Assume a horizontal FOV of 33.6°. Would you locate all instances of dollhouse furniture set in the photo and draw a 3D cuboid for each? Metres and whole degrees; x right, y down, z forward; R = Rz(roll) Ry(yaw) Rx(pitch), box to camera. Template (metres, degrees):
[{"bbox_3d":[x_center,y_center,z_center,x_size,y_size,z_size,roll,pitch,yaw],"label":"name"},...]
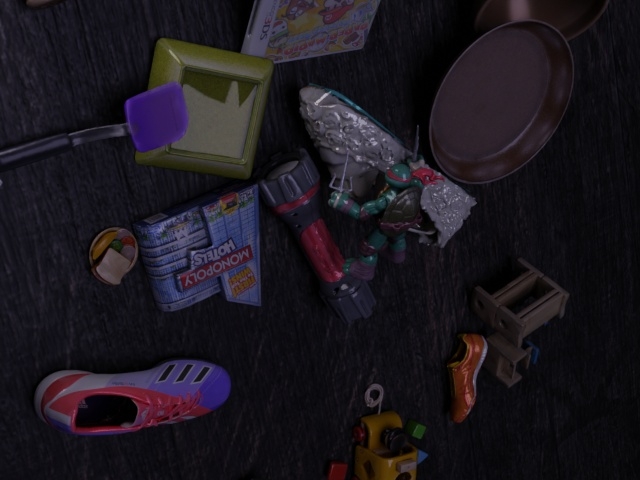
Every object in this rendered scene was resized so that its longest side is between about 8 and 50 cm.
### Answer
[{"bbox_3d":[0.369,0.156,2.030,0.129,0.129,0.184,-30,142,-27],"label":"dollhouse furniture set"}]

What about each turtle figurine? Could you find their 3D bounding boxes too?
[{"bbox_3d":[0.099,-0.053,1.620,0.175,0.118,0.234,-12,132,-24],"label":"turtle figurine"}]

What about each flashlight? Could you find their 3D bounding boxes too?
[{"bbox_3d":[0.000,0.000,1.706,0.304,0.103,0.103,61,29,-26],"label":"flashlight"}]

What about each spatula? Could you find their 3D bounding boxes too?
[{"bbox_3d":[-0.321,-0.141,1.458,0.296,0.030,0.084,-18,113,-15],"label":"spatula"}]

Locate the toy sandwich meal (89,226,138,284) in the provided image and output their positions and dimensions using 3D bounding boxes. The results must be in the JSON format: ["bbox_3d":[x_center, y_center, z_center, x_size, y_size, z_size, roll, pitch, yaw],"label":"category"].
[{"bbox_3d":[-0.300,0.023,1.547,0.085,0.029,0.086,-11,109,-33],"label":"toy sandwich meal"}]

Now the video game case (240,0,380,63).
[{"bbox_3d":[-0.001,-0.359,1.593,0.227,0.026,0.206,-16,146,-32],"label":"video game case"}]

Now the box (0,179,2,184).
[{"bbox_3d":[-0.499,-0.105,1.304,0.091,0.130,0.170,-50,125,-15],"label":"box"}]

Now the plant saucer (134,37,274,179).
[{"bbox_3d":[-0.161,-0.186,1.556,0.188,0.045,0.189,7,103,-28],"label":"plant saucer"}]

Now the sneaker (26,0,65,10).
[{"bbox_3d":[-0.322,-0.370,1.413,0.188,0.066,0.071,-36,104,-29],"label":"sneaker"}]

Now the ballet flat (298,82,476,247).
[{"bbox_3d":[0.105,-0.102,1.732,0.409,0.147,0.147,31,84,-37],"label":"ballet flat"}]

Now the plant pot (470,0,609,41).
[{"bbox_3d":[0.367,-0.432,1.820,0.237,0.237,0.110,11,58,-37],"label":"plant pot"}]

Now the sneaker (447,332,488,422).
[{"bbox_3d":[0.265,0.259,2.014,0.067,0.064,0.175,9,92,-17],"label":"sneaker"}]

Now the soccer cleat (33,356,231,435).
[{"bbox_3d":[-0.259,0.242,1.583,0.318,0.116,0.109,2,102,-36],"label":"soccer cleat"}]

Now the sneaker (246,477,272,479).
[{"bbox_3d":[-0.133,0.491,1.776,0.208,0.081,0.094,-55,134,-3],"label":"sneaker"}]

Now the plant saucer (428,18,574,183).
[{"bbox_3d":[0.308,-0.246,1.859,0.310,0.050,0.311,-19,129,-24],"label":"plant saucer"}]

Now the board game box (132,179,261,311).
[{"bbox_3d":[-0.168,0.031,1.627,0.194,0.060,0.194,-26,116,-28],"label":"board game box"}]

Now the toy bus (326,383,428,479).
[{"bbox_3d":[0.125,0.394,1.911,0.191,0.104,0.202,-53,126,-13],"label":"toy bus"}]
